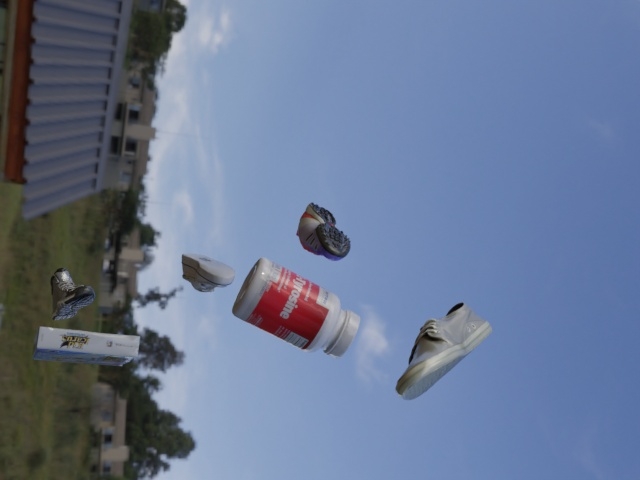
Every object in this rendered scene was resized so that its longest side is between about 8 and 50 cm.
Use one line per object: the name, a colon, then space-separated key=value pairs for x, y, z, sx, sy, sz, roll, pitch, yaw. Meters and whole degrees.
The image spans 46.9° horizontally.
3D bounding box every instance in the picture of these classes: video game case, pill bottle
video game case: x=-0.619 y=0.282 z=1.932 sx=0.269 sy=0.244 sz=0.061 roll=149 pitch=-54 yaw=-63
pill bottle: x=-0.080 y=0.245 z=2.552 sx=0.229 sy=0.407 sz=0.229 roll=-59 pitch=-169 yaw=18

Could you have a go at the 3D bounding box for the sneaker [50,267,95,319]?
sneaker: x=-0.699 y=0.130 z=2.035 sx=0.228 sy=0.086 sz=0.132 roll=-30 pitch=-110 yaw=46

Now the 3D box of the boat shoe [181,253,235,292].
boat shoe: x=-0.316 y=0.101 z=2.020 sx=0.267 sy=0.096 sz=0.088 roll=18 pitch=-77 yaw=52

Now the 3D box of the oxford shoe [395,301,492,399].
oxford shoe: x=0.283 y=0.263 z=1.804 sx=0.130 sy=0.449 sz=0.169 roll=49 pitch=-58 yaw=13

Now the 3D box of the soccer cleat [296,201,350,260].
soccer cleat: x=0.000 y=0.000 z=2.060 sx=0.116 sy=0.108 sz=0.318 roll=-58 pitch=-157 yaw=14
